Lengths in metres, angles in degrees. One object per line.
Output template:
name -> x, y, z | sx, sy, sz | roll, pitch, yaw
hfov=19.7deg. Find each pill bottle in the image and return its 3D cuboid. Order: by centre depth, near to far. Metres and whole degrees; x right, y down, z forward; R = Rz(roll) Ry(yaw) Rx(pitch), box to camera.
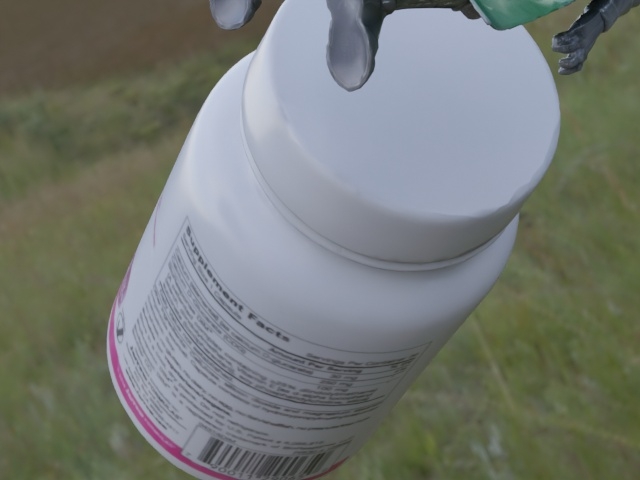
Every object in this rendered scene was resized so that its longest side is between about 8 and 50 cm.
pill bottle -> 0.000, 0.000, 0.894 | 0.160, 0.160, 0.283 | -37, -11, -33

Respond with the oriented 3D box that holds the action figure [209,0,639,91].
action figure -> 0.065, -0.102, 0.621 | 0.137, 0.063, 0.232 | 32, 33, 30
